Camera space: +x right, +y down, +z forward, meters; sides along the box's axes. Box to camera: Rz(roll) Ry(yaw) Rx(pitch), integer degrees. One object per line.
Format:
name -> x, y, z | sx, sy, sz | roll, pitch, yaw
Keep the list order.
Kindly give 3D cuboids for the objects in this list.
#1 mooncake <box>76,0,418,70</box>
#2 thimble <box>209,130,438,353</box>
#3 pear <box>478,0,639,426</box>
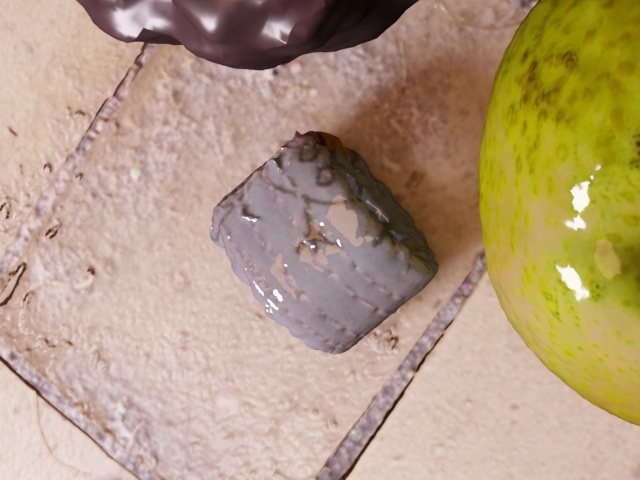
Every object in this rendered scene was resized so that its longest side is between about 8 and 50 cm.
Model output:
mooncake -> -0.050, -0.303, 1.200 | 0.381, 0.212, 0.351 | 17, 101, 23
thimble -> 0.001, 0.002, 1.258 | 0.118, 0.127, 0.151 | -41, 76, 16
pear -> 0.268, -0.041, 1.041 | 0.391, 0.391, 0.391 | 1, 95, 18
